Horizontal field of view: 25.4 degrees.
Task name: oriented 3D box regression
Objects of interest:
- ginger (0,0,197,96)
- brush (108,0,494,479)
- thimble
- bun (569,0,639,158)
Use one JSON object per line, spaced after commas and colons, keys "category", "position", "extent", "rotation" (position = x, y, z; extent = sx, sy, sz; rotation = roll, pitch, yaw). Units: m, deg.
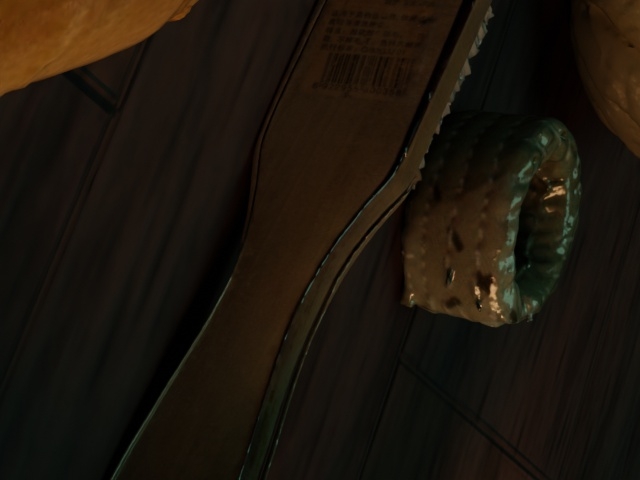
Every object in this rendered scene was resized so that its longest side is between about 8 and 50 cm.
{"category": "ginger", "position": [-0.165, -0.104, 0.254], "extent": [0.348, 0.122, 0.363], "rotation": [-59, 147, -28]}
{"category": "brush", "position": [0.000, 0.000, 0.572], "extent": [0.327, 0.070, 0.065], "rotation": [-66, 155, -21]}
{"category": "thimble", "position": [0.083, -0.010, 0.695], "extent": [0.084, 0.062, 0.110], "rotation": [53, 53, -48]}
{"category": "bun", "position": [0.224, -0.164, 0.802], "extent": [0.244, 0.153, 0.243], "rotation": [17, 90, -77]}
